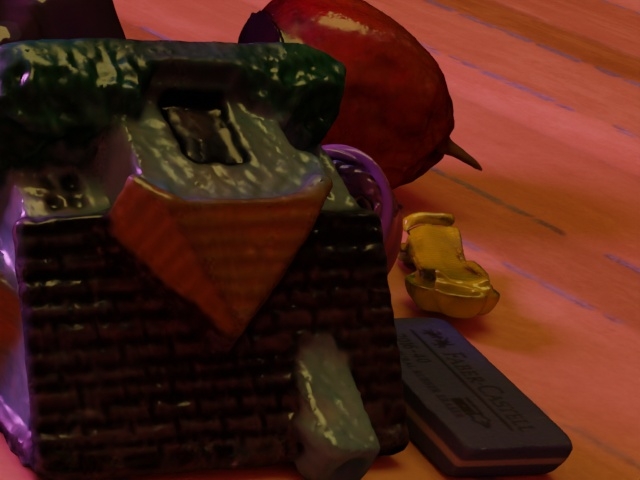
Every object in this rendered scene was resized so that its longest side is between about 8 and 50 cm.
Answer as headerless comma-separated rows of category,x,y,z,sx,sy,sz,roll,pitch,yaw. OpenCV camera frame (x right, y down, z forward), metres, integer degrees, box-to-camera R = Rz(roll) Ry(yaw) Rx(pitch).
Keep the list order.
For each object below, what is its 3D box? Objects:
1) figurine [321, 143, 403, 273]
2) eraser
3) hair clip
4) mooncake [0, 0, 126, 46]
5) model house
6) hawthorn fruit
figurine,-0.006,0.004,1.475,0.126,0.114,0.157,46,29,-10
eraser,0.085,0.105,1.343,0.082,0.036,0.225,0,21,-23
hair clip,0.095,0.024,1.567,0.072,0.046,0.173,3,18,-11
mooncake,-0.334,-0.122,1.445,0.381,0.212,0.350,19,44,38
model house,-0.089,0.039,1.229,0.280,0.230,0.249,-3,47,-28
hawthorn fruit,0.033,-0.122,1.771,0.251,0.189,0.189,19,19,2
